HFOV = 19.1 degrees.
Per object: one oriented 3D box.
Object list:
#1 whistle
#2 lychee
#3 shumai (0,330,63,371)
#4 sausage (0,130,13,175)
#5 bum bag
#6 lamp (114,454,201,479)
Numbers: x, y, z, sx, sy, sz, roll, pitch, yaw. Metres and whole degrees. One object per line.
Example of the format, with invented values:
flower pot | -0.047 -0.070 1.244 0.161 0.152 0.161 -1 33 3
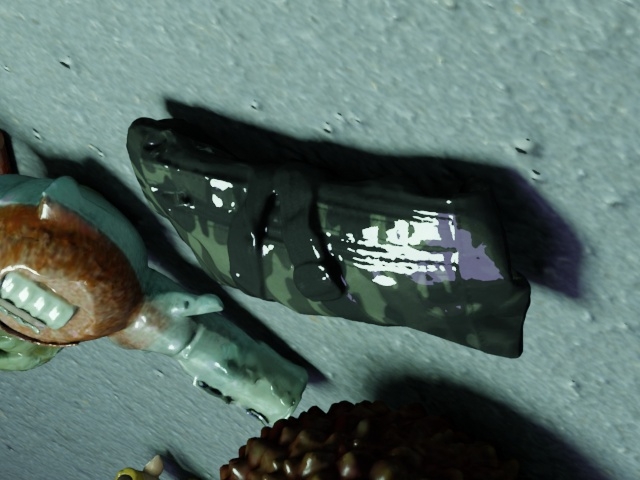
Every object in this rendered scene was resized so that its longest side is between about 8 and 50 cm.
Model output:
whistle | -0.166 0.049 1.562 0.346 0.133 0.142 33 117 -18
lychee | 0.042 0.276 1.510 0.306 0.306 0.330 9 143 45
shumai | -0.341 0.080 1.828 0.184 0.142 0.184 31 157 15
sausage | -0.278 -0.054 1.615 0.034 0.034 0.129 29 157 12
bum bag | 0.000 0.000 1.275 0.340 0.095 0.144 13 134 38
lamp | -0.163 0.311 2.077 0.118 0.118 0.253 6 152 48
